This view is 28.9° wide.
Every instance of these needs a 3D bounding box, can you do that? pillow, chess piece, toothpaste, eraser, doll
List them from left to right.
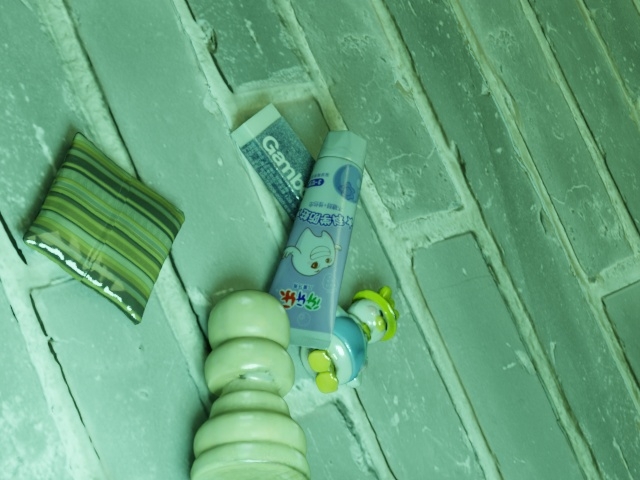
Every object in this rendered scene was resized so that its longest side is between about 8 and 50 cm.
[{"bbox_3d":[-0.300,-0.019,1.752,0.208,0.052,0.212,40,47,-25],"label":"pillow"},{"bbox_3d":[-0.104,0.209,1.760,0.167,0.167,0.300,22,48,-34],"label":"chess piece"},{"bbox_3d":[-0.052,-0.116,2.041,0.212,0.046,0.092,54,44,-7],"label":"eraser"},{"bbox_3d":[0.000,0.000,1.949,0.080,0.125,0.371,67,34,-59],"label":"toothpaste"},{"bbox_3d":[0.049,0.150,1.959,0.135,0.099,0.241,47,45,5],"label":"doll"}]
